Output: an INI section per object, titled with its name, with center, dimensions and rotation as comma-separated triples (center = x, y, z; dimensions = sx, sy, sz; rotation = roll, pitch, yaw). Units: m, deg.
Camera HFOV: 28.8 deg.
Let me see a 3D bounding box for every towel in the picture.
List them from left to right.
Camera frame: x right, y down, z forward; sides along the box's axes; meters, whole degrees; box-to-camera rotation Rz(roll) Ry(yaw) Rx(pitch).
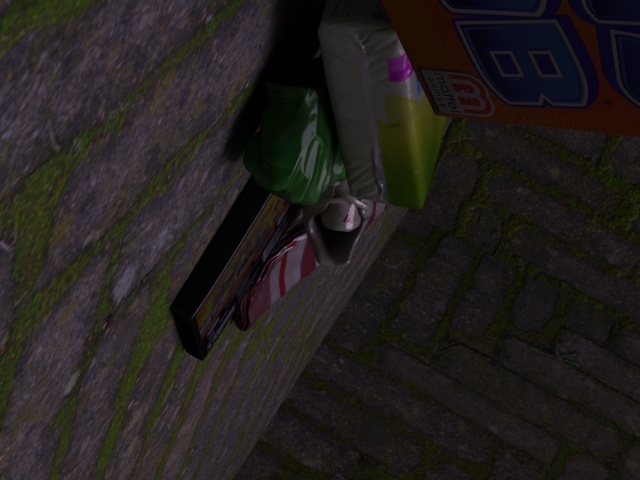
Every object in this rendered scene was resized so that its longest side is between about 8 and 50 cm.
[towel]
center = 0.000, 0.000, 1.939
dimensions = 0.329, 0.037, 0.237
rotation = -39, 167, -20

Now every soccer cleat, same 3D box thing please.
[soccer cleat]
center = 0.040, -0.101, 1.645
dimensions = 0.331, 0.116, 0.143
rotation = 97, -4, -47

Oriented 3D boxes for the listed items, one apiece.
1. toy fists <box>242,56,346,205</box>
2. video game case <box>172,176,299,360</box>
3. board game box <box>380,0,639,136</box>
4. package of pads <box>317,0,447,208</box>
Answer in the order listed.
[toy fists]
center = -0.013, -0.126, 1.431
dimensions = 0.279, 0.096, 0.142
rotation = -45, 141, -69
[video game case]
center = -0.102, 0.011, 1.633
dimensions = 0.275, 0.035, 0.248
rotation = -59, 173, -16
[board game box]
center = 0.251, -0.325, 0.936
dimensions = 0.356, 0.356, 0.356
rotation = -57, 138, -25
[package of pads]
center = 0.082, -0.212, 1.364
dimensions = 0.296, 0.101, 0.229
rotation = 78, 24, -54
